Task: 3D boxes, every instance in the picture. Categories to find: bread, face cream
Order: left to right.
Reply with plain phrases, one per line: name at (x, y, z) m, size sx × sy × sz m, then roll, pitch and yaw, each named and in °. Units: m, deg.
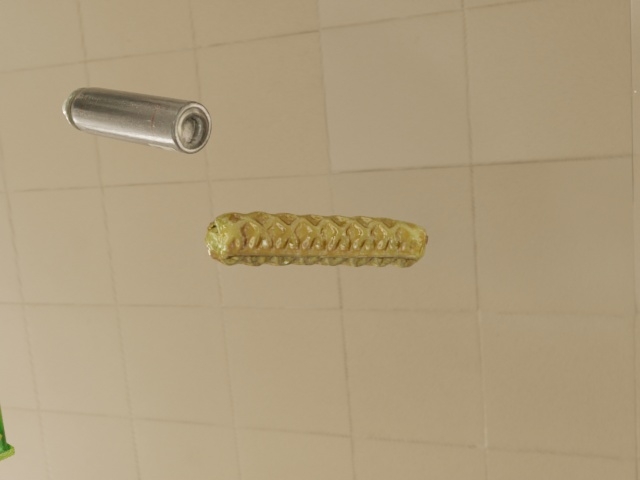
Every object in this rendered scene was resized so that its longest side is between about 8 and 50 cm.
face cream at (-0.281, -0.181, 1.117) m, size 0.284 × 0.073 × 0.073 m, roll 14°, pitch 106°, yaw 36°
bread at (0.000, 0.001, 1.199) m, size 0.084 × 0.368 × 0.077 m, roll 124°, pitch 143°, yaw -57°

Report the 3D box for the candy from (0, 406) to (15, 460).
candy at (-0.455, 0.225, 0.980) m, size 0.032 × 0.102 × 0.178 m, roll 26°, pitch 123°, yaw 48°
